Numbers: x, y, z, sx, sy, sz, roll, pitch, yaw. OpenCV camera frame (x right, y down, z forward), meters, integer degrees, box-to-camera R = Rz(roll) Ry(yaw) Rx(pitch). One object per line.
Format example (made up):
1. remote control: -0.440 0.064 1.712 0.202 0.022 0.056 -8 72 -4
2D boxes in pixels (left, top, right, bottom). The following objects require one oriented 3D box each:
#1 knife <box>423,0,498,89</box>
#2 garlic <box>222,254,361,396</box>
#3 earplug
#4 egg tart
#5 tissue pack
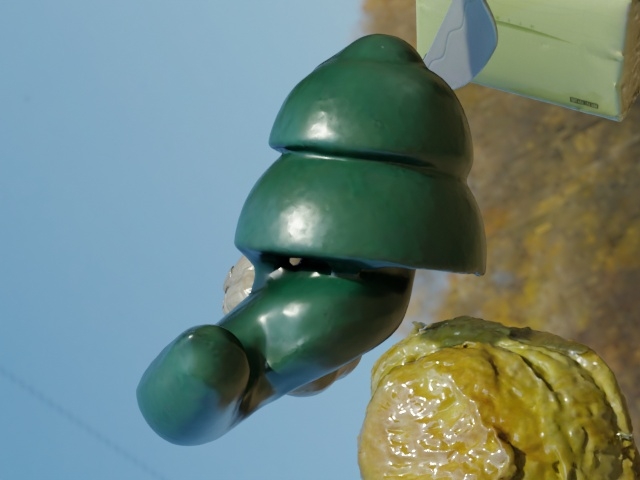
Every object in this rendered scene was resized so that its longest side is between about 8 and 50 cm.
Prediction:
1. knife: 0.143 -0.212 1.559 0.081 0.043 0.336 59 162 19
2. garlic: -0.035 0.091 2.203 0.228 0.152 0.228 26 -126 -43
3. earplug: -0.008 -0.001 1.072 0.257 0.164 0.280 17 -99 -41
4. egg tart: 0.171 0.229 1.828 0.153 0.339 0.351 31 -127 -48
5. tissue pack: 0.219 -0.235 1.735 0.125 0.234 0.159 -55 -27 -40
